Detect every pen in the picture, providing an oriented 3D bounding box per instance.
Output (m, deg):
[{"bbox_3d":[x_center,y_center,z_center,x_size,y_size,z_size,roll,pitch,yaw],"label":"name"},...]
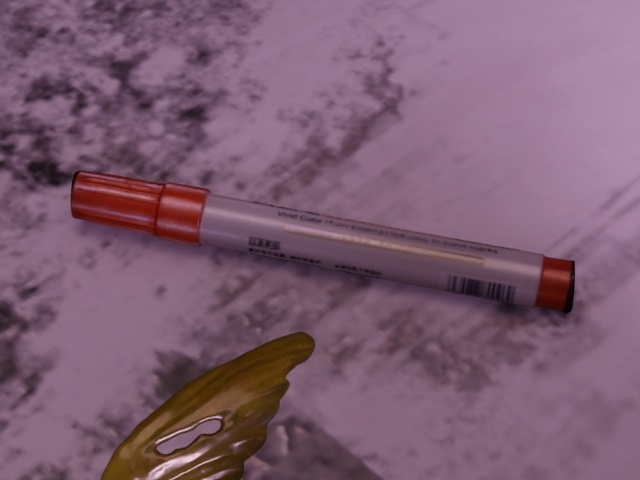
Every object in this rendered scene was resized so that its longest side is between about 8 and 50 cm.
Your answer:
[{"bbox_3d":[0.000,0.000,0.820,0.239,0.028,0.028,11,48,6],"label":"pen"}]

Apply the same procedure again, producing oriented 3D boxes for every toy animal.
[{"bbox_3d":[-0.081,0.143,0.632,0.155,0.095,0.219,1,80,-9],"label":"toy animal"}]
